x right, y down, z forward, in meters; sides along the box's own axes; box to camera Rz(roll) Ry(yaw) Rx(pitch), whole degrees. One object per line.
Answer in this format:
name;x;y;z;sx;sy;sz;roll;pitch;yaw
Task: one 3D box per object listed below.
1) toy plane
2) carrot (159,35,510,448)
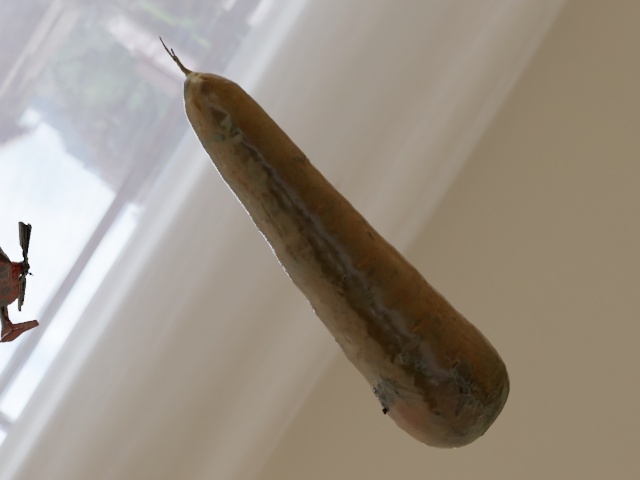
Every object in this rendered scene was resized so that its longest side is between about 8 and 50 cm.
toy plane;-0.258;0.039;1.224;0.037;0.060;0.145;47;152;30
carrot;0.000;0.000;0.879;0.298;0.078;0.078;50;180;-9
